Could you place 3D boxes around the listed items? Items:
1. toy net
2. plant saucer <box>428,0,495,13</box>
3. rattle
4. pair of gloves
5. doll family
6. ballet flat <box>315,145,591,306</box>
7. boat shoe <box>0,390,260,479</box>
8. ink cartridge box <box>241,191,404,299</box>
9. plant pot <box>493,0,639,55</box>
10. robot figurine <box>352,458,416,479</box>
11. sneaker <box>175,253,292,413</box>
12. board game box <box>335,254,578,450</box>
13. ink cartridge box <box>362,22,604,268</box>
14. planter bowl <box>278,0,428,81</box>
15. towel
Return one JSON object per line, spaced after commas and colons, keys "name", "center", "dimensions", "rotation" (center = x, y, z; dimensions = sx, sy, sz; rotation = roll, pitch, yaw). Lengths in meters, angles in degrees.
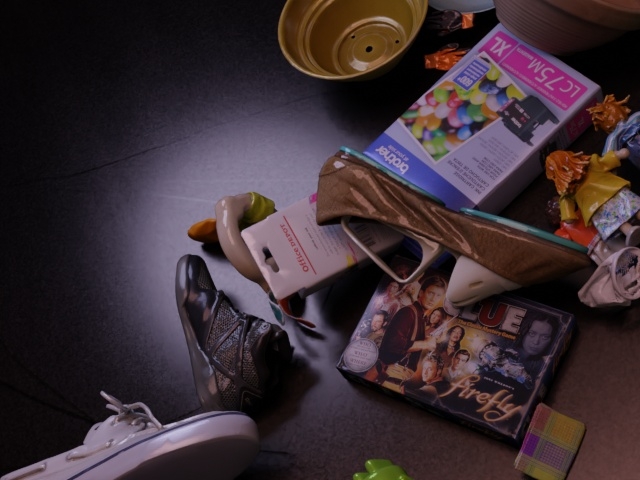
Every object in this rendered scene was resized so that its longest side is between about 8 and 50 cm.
{"name": "toy net", "center": [0.398, 0.011, 1.367], "dimensions": [0.232, 0.122, 0.045], "rotation": [-27, 35, 2]}
{"name": "plant saucer", "center": [0.225, -0.388, 1.717], "dimensions": [0.194, 0.037, 0.195], "rotation": [-10, 59, 18]}
{"name": "rattle", "center": [-0.099, 0.048, 1.584], "dimensions": [0.142, 0.130, 0.200], "rotation": [-27, 81, 19]}
{"name": "pair of gloves", "center": [0.176, -0.275, 1.667], "dimensions": [0.074, 0.010, 0.083], "rotation": [1, 91, 25]}
{"name": "doll family", "center": [0.365, -0.089, 1.439], "dimensions": [0.263, 0.118, 0.163], "rotation": [-40, 55, -3]}
{"name": "ballet flat", "center": [0.140, 0.002, 1.429], "dimensions": [0.342, 0.116, 0.124], "rotation": [24, 90, 17]}
{"name": "boat shoe", "center": [-0.246, 0.259, 1.495], "dimensions": [0.367, 0.136, 0.157], "rotation": [-28, 52, 17]}
{"name": "ink cartridge box", "center": [0.000, 0.000, 1.526], "dimensions": [0.181, 0.061, 0.104], "rotation": [-26, 78, -13]}
{"name": "plant pot", "center": [0.305, -0.314, 1.570], "dimensions": [0.237, 0.237, 0.110], "rotation": [52, 130, 35]}
{"name": "robot figurine", "center": [0.082, 0.300, 1.363], "dimensions": [0.101, 0.067, 0.115], "rotation": [-50, 51, 24]}
{"name": "sneaker", "center": [-0.108, 0.106, 1.544], "dimensions": [0.130, 0.087, 0.228], "rotation": [-23, 59, 7]}
{"name": "board game box", "center": [0.160, 0.127, 1.445], "dimensions": [0.243, 0.042, 0.165], "rotation": [18, 70, 30]}
{"name": "ink cartridge box", "center": [0.192, -0.125, 1.568], "dimensions": [0.311, 0.065, 0.186], "rotation": [-45, 55, -4]}
{"name": "planter bowl", "center": [0.057, -0.289, 1.697], "dimensions": [0.217, 0.090, 0.217], "rotation": [-10, 58, 17]}
{"name": "towel", "center": [0.256, 0.229, 1.356], "dimensions": [0.060, 0.009, 0.083], "rotation": [24, 72, 4]}
